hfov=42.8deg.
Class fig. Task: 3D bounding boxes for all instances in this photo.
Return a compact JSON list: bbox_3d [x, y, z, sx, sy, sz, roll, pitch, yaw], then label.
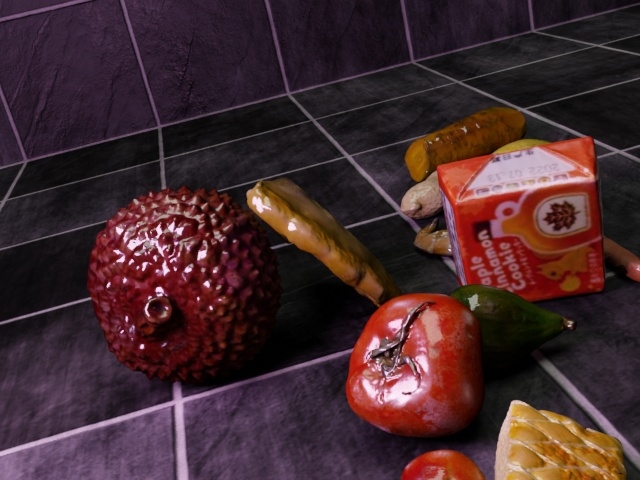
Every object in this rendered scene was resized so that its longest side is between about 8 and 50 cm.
[{"bbox_3d":[0.254,0.119,1.108,0.178,0.117,0.117,1,20,-9],"label":"fig"}]

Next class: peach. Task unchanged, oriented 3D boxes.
[{"bbox_3d":[0.123,0.263,0.825,0.101,0.100,0.100,-11,22,5],"label":"peach"}]

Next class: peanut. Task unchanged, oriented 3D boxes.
[{"bbox_3d":[0.234,-0.097,1.676,0.082,0.082,0.187,7,30,41],"label":"peanut"}]

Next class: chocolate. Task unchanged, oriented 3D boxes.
[{"bbox_3d":[0.310,-0.015,1.228,0.235,0.237,0.108,-9,35,10],"label":"chocolate"}]

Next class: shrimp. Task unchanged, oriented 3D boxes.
[{"bbox_3d":[0.281,-0.048,1.566,0.169,0.058,0.296,-2,28,31],"label":"shrimp"}]

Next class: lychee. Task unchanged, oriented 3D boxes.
[{"bbox_3d":[-0.196,0.065,1.228,0.306,0.306,0.330,-7,16,16],"label":"lychee"}]

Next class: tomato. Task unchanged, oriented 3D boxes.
[{"bbox_3d":[0.121,0.155,1.008,0.187,0.187,0.151,6,-10,40],"label":"tomato"}]

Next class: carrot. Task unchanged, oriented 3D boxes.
[{"bbox_3d":[0.340,-0.232,1.903,0.302,0.114,0.114,-22,23,-19],"label":"carrot"}]

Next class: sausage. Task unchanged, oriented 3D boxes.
[{"bbox_3d":[0.473,0.028,1.284,0.042,0.036,0.158,-7,21,-11],"label":"sausage"}]

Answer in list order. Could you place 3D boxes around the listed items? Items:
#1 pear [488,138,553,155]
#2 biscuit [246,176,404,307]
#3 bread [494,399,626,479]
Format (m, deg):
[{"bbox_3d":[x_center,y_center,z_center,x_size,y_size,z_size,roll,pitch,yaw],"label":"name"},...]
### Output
[{"bbox_3d":[0.367,-0.076,1.398,0.197,0.197,0.197,-11,22,5],"label":"pear"},{"bbox_3d":[0.000,0.000,1.301,0.078,0.329,0.335,-50,19,-1],"label":"biscuit"},{"bbox_3d":[0.232,0.245,0.796,0.126,0.068,0.188,20,28,8],"label":"bread"}]
